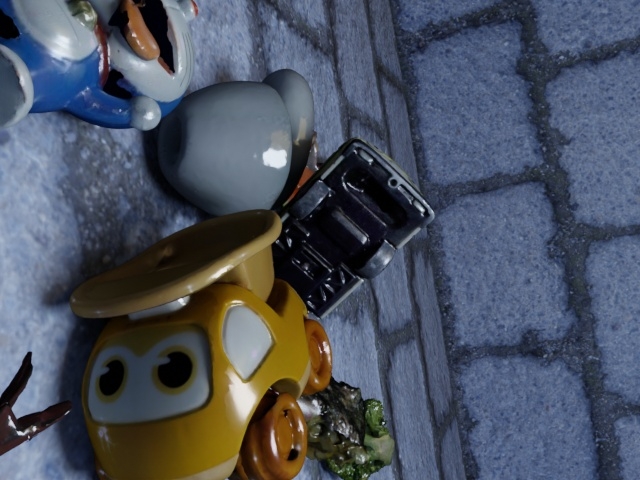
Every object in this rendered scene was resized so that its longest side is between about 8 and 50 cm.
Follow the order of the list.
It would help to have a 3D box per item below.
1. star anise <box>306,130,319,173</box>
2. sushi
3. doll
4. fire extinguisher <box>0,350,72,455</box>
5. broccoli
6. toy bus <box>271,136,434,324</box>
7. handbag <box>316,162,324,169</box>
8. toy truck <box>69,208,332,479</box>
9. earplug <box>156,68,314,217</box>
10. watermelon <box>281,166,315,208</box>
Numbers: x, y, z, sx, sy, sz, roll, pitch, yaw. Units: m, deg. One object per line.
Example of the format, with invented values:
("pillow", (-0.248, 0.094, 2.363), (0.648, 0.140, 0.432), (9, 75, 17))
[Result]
("star anise", (-0.041, -0.207, 1.125), (0.208, 0.063, 0.171), (-105, 179, -60))
("sushi", (-0.032, 0.255, 0.882), (0.212, 0.147, 0.115), (45, 42, -29))
("doll", (-0.222, -0.181, 0.534), (0.215, 0.161, 0.257), (51, 28, -4))
("fire extinguisher", (-0.279, 0.025, 0.322), (0.141, 0.105, 0.341), (-43, 127, -21))
("broccoli", (0.069, 0.364, 1.087), (0.146, 0.138, 0.162), (-36, 105, -35))
("toy bus", (0.000, 0.000, 0.813), (0.143, 0.305, 0.179), (42, 20, -9))
("handbag", (0.055, -0.080, 1.342), (0.216, 0.074, 0.203), (-3, 84, -70))
("toy truck", (-0.115, 0.108, 0.606), (0.288, 0.204, 0.211), (-57, 130, -62))
("earplug", (-0.100, -0.137, 0.831), (0.325, 0.175, 0.214), (-56, 164, -70))
("watermelon", (-0.030, -0.085, 1.082), (0.135, 0.094, 0.125), (-84, 156, -44))
